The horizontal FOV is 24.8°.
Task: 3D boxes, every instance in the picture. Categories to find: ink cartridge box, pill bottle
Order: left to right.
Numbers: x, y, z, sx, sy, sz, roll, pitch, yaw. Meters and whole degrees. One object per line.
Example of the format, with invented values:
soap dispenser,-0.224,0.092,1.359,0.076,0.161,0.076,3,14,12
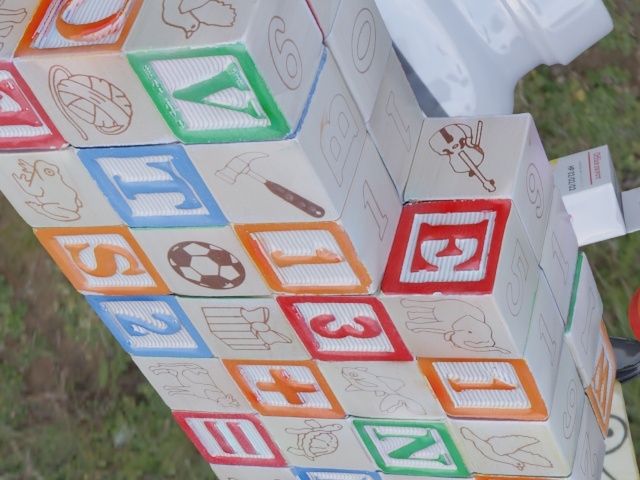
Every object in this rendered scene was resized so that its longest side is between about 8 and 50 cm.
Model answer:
pill bottle,-0.002,-0.106,0.984,0.363,0.210,0.210,-35,114,11
ink cartridge box,0.249,-0.039,1.476,0.181,0.104,0.061,-15,113,15

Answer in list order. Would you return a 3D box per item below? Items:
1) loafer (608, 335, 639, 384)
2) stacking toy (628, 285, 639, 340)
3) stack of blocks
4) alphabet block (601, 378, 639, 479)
loafer,0.323,0.143,1.779,0.170,0.062,0.061,-11,147,37
stacking toy,0.381,0.064,1.502,0.141,0.330,0.141,-1,78,2
stack of blocks,0.000,0.000,0.573,0.171,0.087,0.297,-2,141,25
alphabet block,0.247,0.280,1.739,0.197,0.193,0.192,-3,76,-20
